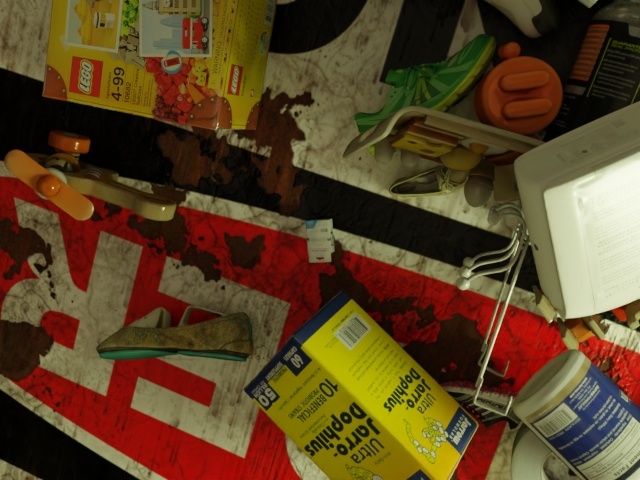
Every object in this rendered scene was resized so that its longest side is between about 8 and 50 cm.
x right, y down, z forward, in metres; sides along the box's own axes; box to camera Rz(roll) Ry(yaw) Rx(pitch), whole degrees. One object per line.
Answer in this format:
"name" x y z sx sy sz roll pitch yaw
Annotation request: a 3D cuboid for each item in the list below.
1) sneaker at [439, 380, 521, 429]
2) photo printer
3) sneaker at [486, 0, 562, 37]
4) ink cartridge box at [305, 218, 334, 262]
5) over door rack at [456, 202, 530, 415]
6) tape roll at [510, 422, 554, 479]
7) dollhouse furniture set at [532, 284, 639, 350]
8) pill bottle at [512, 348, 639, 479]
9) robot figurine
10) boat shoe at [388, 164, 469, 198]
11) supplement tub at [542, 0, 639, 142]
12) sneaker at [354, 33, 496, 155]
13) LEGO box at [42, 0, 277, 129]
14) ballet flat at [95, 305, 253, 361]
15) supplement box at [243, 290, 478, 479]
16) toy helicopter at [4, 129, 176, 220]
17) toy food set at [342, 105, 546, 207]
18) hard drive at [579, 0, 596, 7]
"sneaker" 0.300 0.311 1.330 0.171 0.063 0.074 10 94 10
"photo printer" 0.429 -0.030 1.030 0.256 0.107 0.307 -25 128 2
"sneaker" 0.196 -0.469 1.227 0.257 0.169 0.447 -41 77 26
"ink cartridge box" 0.000 0.000 1.396 0.048 0.028 0.083 -2 97 17
"over door rack" 0.286 0.102 1.213 0.108 0.239 0.324 6 99 14
"tape roll" 0.460 0.412 1.292 0.219 0.072 0.219 2 99 16
"dollhouse furniture set" 0.480 0.023 1.225 0.262 0.135 0.259 -36 98 18
"pill bottle" 0.460 0.320 1.162 0.264 0.153 0.153 46 107 8
"robot figurine" 0.321 -0.231 1.170 0.158 0.219 0.128 44 99 -1
"boat shoe" 0.203 -0.107 1.310 0.153 0.048 0.056 -8 95 18
"supplement tub" 0.491 -0.239 1.130 0.194 0.193 0.315 22 104 13
"sneaker" 0.180 -0.271 1.263 0.295 0.109 0.123 -38 90 18
"LEGO box" -0.283 -0.483 1.329 0.373 0.193 0.499 13 101 14
"ballet flat" -0.301 0.193 1.479 0.349 0.123 0.123 -3 97 18
"supplement box" 0.074 0.306 1.303 0.356 0.195 0.194 44 126 7
"toy helicopter" -0.456 -0.111 1.410 0.355 0.235 0.140 19 102 13
"toy food set" 0.209 -0.124 1.158 0.306 0.220 0.092 13 84 -13
"hard drive" 0.318 -0.530 1.105 0.353 0.233 0.047 36 145 0
